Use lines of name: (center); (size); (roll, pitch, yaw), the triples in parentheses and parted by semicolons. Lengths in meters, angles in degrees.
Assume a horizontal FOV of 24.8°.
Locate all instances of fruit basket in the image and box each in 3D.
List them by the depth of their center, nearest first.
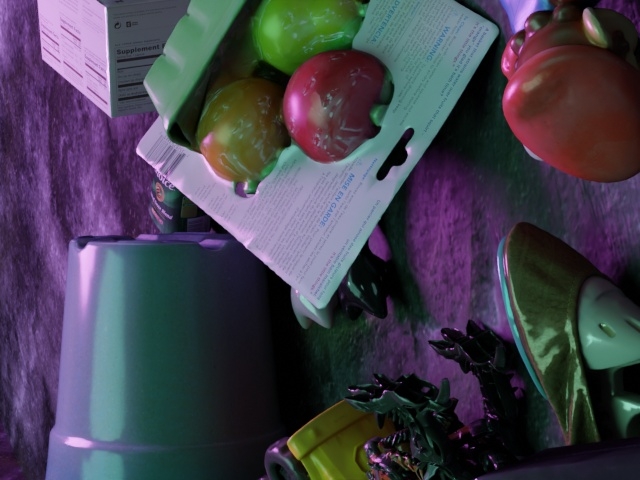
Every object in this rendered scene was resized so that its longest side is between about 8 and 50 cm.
fruit basket: (-0.011, -0.148, 1.516); (0.353, 0.165, 0.327); (37, 100, 34)

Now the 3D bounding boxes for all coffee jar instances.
coffee jar: (-0.186, -0.096, 2.006); (0.096, 0.079, 0.184); (52, 142, 42)

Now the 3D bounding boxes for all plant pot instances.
plant pot: (-0.197, 0.160, 1.889); (0.341, 0.341, 0.334); (4, 95, 62)

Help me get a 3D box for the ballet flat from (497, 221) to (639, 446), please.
ballet flat: (0.252, 0.140, 1.238); (0.124, 0.116, 0.342); (-17, 85, 43)

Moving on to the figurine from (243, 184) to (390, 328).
figurine: (0.000, 0.000, 1.686); (0.215, 0.092, 0.209); (-20, 86, 64)

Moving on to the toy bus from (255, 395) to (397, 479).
toy bus: (0.042, 0.309, 1.676); (0.211, 0.149, 0.220); (50, 146, 18)

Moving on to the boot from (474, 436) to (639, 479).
boot: (0.313, 0.309, 1.015); (0.445, 0.146, 0.367); (-17, 72, 46)

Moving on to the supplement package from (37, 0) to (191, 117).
supplement package: (-0.227, -0.279, 1.880); (0.262, 0.204, 0.145); (39, 135, 52)

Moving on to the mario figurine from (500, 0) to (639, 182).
mario figurine: (0.216, -0.190, 1.201); (0.198, 0.170, 0.321); (54, -159, -62)

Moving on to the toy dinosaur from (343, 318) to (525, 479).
toy dinosaur: (0.152, 0.210, 1.447); (0.322, 0.164, 0.218); (-12, 104, 36)
